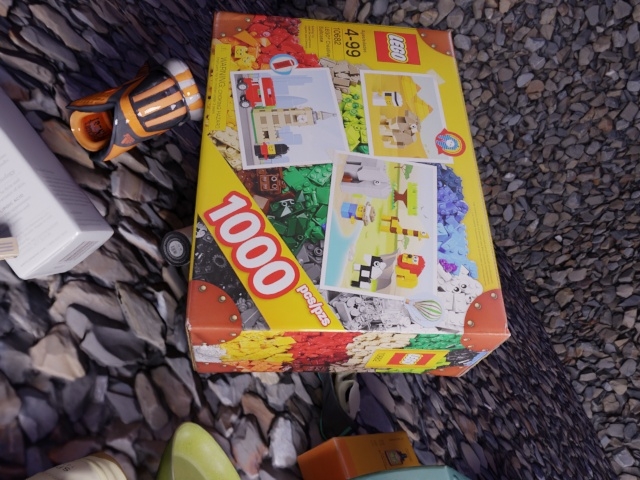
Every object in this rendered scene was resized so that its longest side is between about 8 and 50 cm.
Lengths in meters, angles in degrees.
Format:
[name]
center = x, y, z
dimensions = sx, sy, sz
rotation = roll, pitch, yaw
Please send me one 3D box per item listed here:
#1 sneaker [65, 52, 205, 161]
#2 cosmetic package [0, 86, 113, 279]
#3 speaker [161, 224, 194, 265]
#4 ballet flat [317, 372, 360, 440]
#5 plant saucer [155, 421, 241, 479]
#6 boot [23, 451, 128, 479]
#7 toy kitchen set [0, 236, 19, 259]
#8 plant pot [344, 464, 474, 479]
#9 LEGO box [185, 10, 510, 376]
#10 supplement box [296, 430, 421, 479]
[sneaker]
center = -0.304, -0.210, 0.897
dimensions = 0.124, 0.180, 0.321
rotation = 67, -16, -17
[cosmetic package]
center = -0.344, -0.074, 0.628
dimensions = 0.231, 0.085, 0.117
rotation = 51, -2, -2
[speaker]
center = -0.189, 0.000, 0.900
dimensions = 0.055, 0.055, 0.136
rotation = 55, 23, 2
[ballet flat]
center = 0.035, 0.244, 0.966
dimensions = 0.074, 0.074, 0.203
rotation = 41, 25, -28
[plant saucer]
center = -0.102, 0.300, 0.564
dimensions = 0.240, 0.037, 0.241
rotation = 62, -3, 6
[boot]
center = -0.201, 0.295, 0.401
dimensions = 0.203, 0.095, 0.261
rotation = 12, 45, -59
[toy kitchen set]
center = -0.313, 0.041, 0.522
dimensions = 0.075, 0.068, 0.083
rotation = -9, 85, -33
[plant pot]
center = 0.095, 0.376, 0.679
dimensions = 0.166, 0.234, 0.165
rotation = 39, 27, -33
[LEGO box]
center = 0.019, -0.071, 0.824
dimensions = 0.373, 0.193, 0.499
rotation = 2, 61, -7
[supplement box]
center = 0.069, 0.346, 0.878
dimensions = 0.233, 0.080, 0.078
rotation = 20, 41, -51
